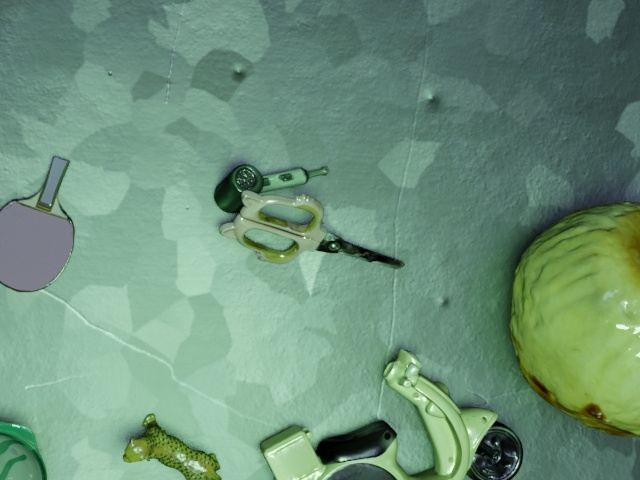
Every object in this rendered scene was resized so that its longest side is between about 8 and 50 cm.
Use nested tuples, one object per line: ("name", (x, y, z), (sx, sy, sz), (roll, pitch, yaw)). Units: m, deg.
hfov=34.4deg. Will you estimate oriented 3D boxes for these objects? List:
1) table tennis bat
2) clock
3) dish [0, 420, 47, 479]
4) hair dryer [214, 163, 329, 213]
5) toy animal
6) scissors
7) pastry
("table tennis bat", (-0.443, -0.026, 1.621), (0.130, 0.019, 0.220), (20, 84, -8))
("clock", (0.117, 0.338, 1.656), (0.379, 0.120, 0.276), (-30, 97, -11))
("dish", (-0.522, 0.343, 1.528), (0.246, 0.078, 0.224), (30, 96, -28))
("hair dryer", (-0.068, -0.098, 1.670), (0.197, 0.100, 0.057), (-15, 82, -27))
("toy animal", (-0.213, 0.339, 1.579), (0.181, 0.136, 0.073), (33, 81, -8))
("scissors", (0.000, 0.000, 1.664), (0.317, 0.160, 0.024), (17, 42, -23))
("pastry", (0.480, 0.134, 1.634), (0.388, 0.313, 0.389), (18, 45, -19))
